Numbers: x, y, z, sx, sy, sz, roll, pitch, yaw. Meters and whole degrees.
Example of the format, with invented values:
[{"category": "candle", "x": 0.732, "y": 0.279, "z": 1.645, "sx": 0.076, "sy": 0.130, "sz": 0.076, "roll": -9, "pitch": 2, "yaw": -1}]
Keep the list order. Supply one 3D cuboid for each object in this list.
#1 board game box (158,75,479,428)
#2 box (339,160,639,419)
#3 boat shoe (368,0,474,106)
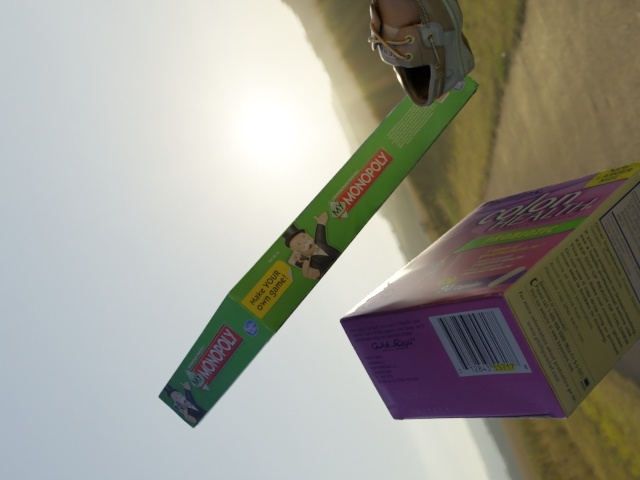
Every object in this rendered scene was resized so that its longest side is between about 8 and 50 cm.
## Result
[{"category": "board game box", "x": 0.000, "y": 0.000, "z": 0.812, "sx": 0.046, "sy": 0.317, "sz": 0.213, "roll": 39, "pitch": 144, "yaw": 2}, {"category": "box", "x": 0.182, "y": 0.048, "z": 0.880, "sx": 0.214, "sy": 0.243, "sz": 0.117, "roll": -15, "pitch": 106, "yaw": 54}, {"category": "boat shoe", "x": 0.053, "y": -0.120, "z": 0.554, "sx": 0.050, "sy": 0.045, "sz": 0.135, "roll": 37, "pitch": 176, "yaw": 33}]
